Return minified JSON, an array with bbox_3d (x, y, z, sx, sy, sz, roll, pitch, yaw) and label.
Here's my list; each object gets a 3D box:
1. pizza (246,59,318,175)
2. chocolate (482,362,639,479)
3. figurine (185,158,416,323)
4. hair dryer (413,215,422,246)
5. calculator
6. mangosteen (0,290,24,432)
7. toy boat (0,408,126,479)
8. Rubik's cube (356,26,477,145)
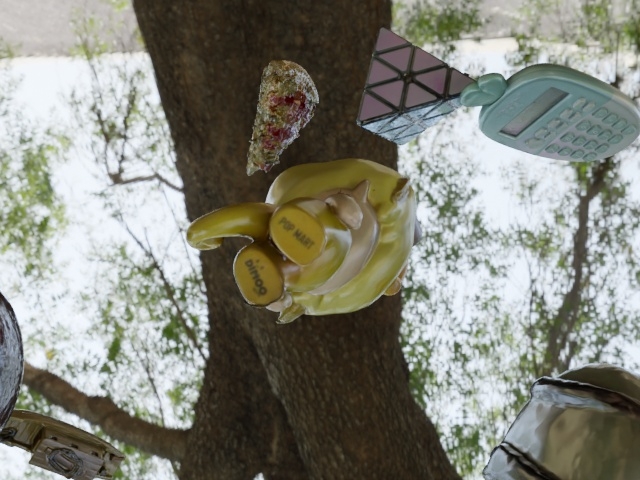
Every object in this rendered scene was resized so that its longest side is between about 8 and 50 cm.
[{"bbox_3d":[-0.064,-0.191,1.186,0.062,0.199,0.188,26,-174,21],"label":"pizza"},{"bbox_3d":[0.275,0.240,0.712,0.186,0.283,0.283,29,-140,2],"label":"chocolate"},{"bbox_3d":[0.000,0.000,0.529,0.156,0.131,0.246,-47,171,8],"label":"figurine"},{"bbox_3d":[0.075,-0.056,1.153,0.064,0.117,0.181,-43,-144,-24],"label":"hair dryer"},{"bbox_3d":[0.353,-0.194,1.102,0.295,0.184,0.042,16,-119,-18],"label":"calculator"},{"bbox_3d":[-0.337,0.114,0.499,0.235,0.261,0.235,13,179,0],"label":"mangosteen"},{"bbox_3d":[-0.383,0.301,1.046,0.057,0.200,0.077,-58,-158,3],"label":"toy boat"},{"bbox_3d":[0.100,-0.241,1.161,0.178,0.190,0.211,-32,176,-39],"label":"Rubik's cube"}]
